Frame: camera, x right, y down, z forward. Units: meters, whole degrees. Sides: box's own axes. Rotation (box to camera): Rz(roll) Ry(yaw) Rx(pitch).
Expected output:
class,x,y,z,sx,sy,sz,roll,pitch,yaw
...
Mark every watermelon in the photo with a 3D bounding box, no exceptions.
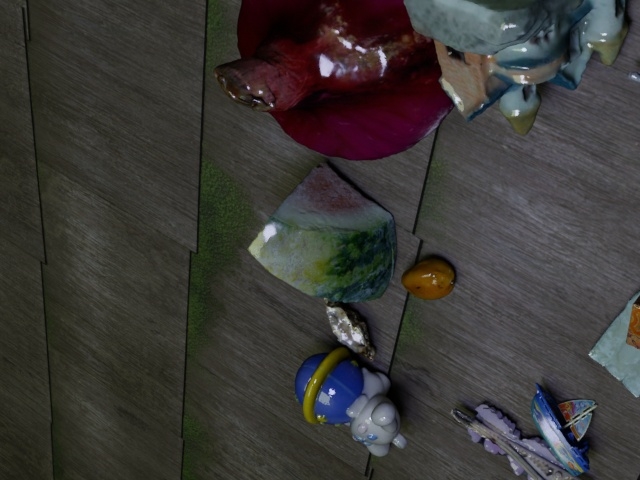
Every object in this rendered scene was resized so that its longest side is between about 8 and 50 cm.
class,x,y,z,sx,sy,sz,roll,pitch,yaw
watermelon,0.000,0.000,2.077,0.310,0.231,0.193,9,142,-22

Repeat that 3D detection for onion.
class,x,y,z,sx,sy,sz,roll,pitch,yaw
onion,0.019,-0.274,1.655,0.398,0.420,0.398,15,126,22

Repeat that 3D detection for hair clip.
class,x,y,z,sx,sy,sz,roll,pitch,yaw
hair clip,0.364,0.392,2.123,0.292,0.084,0.106,34,143,25

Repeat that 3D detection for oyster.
class,x,y,z,sx,sy,sz,roll,pitch,yaw
oyster,0.063,0.171,2.242,0.103,0.051,0.148,10,128,61

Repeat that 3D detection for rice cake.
class,x,y,z,sx,sy,sz,roll,pitch,yaw
rice cake,0.518,0.150,1.816,0.124,0.038,0.211,42,139,9

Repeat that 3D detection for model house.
class,x,y,z,sx,sy,sz,roll,pitch,yaw
model house,0.291,-0.256,1.555,0.194,0.267,0.325,33,152,39

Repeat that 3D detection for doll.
class,x,y,z,sx,sy,sz,roll,pitch,yaw
doll,0.075,0.324,2.303,0.243,0.159,0.311,13,153,20

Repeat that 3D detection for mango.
class,x,y,z,sx,sy,sz,roll,pitch,yaw
mango,0.189,0.070,2.040,0.114,0.060,0.080,-10,128,44

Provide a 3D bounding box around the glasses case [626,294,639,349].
class,x,y,z,sx,sy,sz,roll,pitch,yaw
glasses case,0.502,0.068,1.625,0.049,0.218,0.075,23,133,28

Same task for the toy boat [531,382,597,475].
class,x,y,z,sx,sy,sz,roll,pitch,yaw
toy boat,0.436,0.313,2.003,0.110,0.091,0.175,-36,90,17

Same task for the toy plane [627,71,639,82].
class,x,y,z,sx,sy,sz,roll,pitch,yaw
toy plane,0.521,-0.117,1.557,0.182,0.107,0.273,3,126,47
